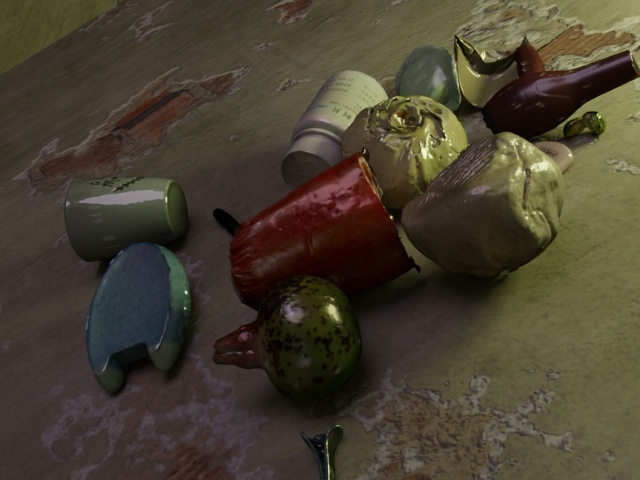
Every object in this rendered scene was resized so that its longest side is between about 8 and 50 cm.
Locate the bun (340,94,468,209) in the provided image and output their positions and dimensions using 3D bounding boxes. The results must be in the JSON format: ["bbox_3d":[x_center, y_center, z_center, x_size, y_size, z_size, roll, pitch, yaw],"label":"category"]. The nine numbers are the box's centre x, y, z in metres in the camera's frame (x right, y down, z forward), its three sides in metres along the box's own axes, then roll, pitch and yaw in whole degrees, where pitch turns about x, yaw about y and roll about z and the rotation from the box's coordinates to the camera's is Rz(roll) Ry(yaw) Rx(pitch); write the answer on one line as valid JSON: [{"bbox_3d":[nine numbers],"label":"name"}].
[{"bbox_3d":[0.174,-0.189,1.839,0.259,0.152,0.259,0,48,0],"label":"bun"}]

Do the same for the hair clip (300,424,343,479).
[{"bbox_3d":[0.000,0.375,1.374,0.070,0.039,0.230,-14,38,14],"label":"hair clip"}]

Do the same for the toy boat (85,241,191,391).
[{"bbox_3d":[-0.349,0.153,1.842,0.215,0.123,0.330,-25,45,15],"label":"toy boat"}]

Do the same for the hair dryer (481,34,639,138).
[{"bbox_3d":[0.485,-0.363,1.921,0.312,0.123,0.340,-24,33,23],"label":"hair dryer"}]

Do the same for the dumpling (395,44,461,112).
[{"bbox_3d":[0.252,-0.353,2.077,0.219,0.108,0.153,38,99,42],"label":"dumpling"}]

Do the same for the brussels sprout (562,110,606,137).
[{"bbox_3d":[0.521,-0.229,1.818,0.083,0.046,0.051,-2,39,31],"label":"brussels sprout"}]

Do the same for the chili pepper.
[{"bbox_3d":[0.000,0.000,1.679,0.305,0.251,0.229,-22,69,13],"label":"chili pepper"}]

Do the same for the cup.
[{"bbox_3d":[-0.423,-0.065,2.115,0.234,0.186,0.258,-8,10,11],"label":"cup"}]

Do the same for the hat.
[{"bbox_3d":[0.368,-0.371,2.091,0.166,0.144,0.173,12,85,2],"label":"hat"}]

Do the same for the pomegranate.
[{"bbox_3d":[-0.057,0.166,1.527,0.247,0.214,0.214,-11,36,-1],"label":"pomegranate"}]

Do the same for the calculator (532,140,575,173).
[{"bbox_3d":[0.407,-0.130,1.774,0.175,0.032,0.100,-40,38,-19],"label":"calculator"}]

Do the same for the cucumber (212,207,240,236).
[{"bbox_3d":[-0.206,-0.042,2.045,0.032,0.032,0.133,-35,35,-13],"label":"cucumber"}]

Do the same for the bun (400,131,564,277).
[{"bbox_3d":[0.294,-0.045,1.582,0.281,0.205,0.281,-44,12,12],"label":"bun"}]

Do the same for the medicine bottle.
[{"bbox_3d":[0.031,-0.229,2.017,0.170,0.170,0.293,0,42,32],"label":"medicine bottle"}]
